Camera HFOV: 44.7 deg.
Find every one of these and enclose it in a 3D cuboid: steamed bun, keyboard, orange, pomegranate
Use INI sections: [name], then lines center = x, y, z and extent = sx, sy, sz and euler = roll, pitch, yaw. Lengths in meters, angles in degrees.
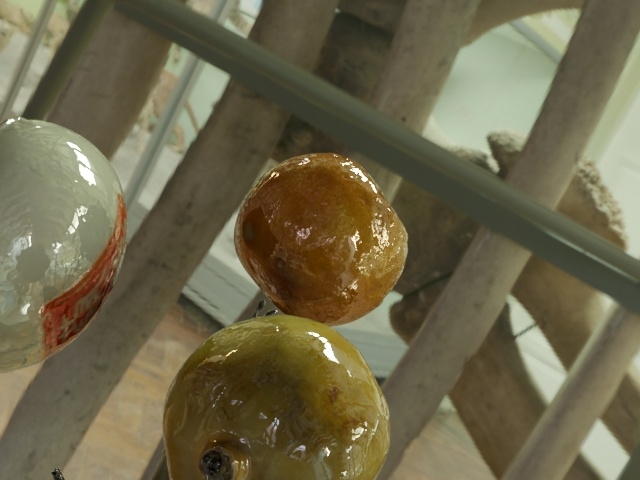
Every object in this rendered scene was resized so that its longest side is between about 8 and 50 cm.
[steamed bun]
center = -0.408, 0.023, 1.090
extent = 0.241, 0.374, 0.374
euler = 27, 11, -4
[keyboard]
center = -0.456, 0.487, 1.434
extent = 0.018, 0.060, 0.195
euler = -29, 27, -22
[orange]
center = 0.000, 0.000, 1.145
extent = 0.261, 0.261, 0.261
euler = 27, 11, -5
[pomegranate]
center = -0.039, 0.183, 0.755
extent = 0.233, 0.233, 0.233
euler = 27, 11, -5

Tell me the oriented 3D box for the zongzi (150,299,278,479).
[zongzi]
center = -0.116, 0.452, 1.738
extent = 0.467, 0.218, 0.500
euler = 45, 42, -29
